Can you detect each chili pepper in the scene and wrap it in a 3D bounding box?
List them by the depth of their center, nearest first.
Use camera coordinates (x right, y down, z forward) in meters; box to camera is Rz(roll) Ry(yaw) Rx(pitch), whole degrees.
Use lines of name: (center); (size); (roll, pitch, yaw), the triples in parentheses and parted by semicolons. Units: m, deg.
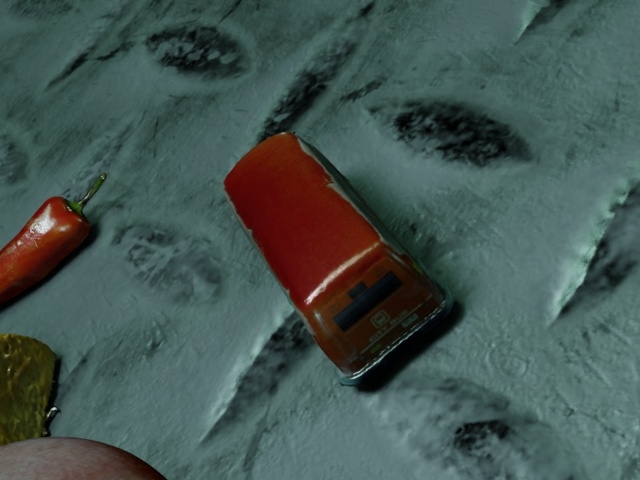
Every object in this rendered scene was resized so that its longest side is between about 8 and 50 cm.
chili pepper: (-0.337, 0.018, 1.465); (0.272, 0.071, 0.063); (-42, 76, 11)

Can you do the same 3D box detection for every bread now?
bread: (-0.351, 0.179, 1.273); (0.143, 0.139, 0.229); (-19, 44, 18)

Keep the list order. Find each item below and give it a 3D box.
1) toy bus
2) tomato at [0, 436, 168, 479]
toy bus: (0.000, 0.000, 1.126); (0.121, 0.120, 0.265); (-40, 38, 3)
tomato: (-0.219, 0.276, 0.978); (0.270, 0.227, 0.270); (-23, 45, 25)
